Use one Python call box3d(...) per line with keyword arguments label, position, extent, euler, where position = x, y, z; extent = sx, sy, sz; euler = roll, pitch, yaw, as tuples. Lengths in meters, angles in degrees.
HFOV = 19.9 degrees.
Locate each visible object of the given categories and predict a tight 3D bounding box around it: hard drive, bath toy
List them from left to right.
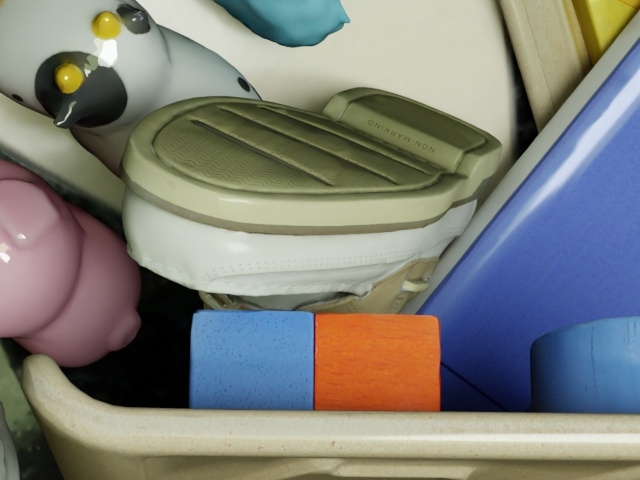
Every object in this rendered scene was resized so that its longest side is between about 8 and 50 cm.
box3d(label="bath toy", position=(-0.124, -0.004, 0.828), extent=(0.151, 0.129, 0.348), euler=(32, 91, -19))
box3d(label="hard drive", position=(0.198, 0.000, 0.930), extent=(0.210, 0.040, 0.318), euler=(37, 96, -20))

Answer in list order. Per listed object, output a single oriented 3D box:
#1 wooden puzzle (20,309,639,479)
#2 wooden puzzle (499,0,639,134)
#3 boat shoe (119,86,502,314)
box3d(label="wooden puzzle", position=(0.059, 0.093, 0.785), extent=(0.348, 0.322, 0.080), euler=(5, 72, -2))
box3d(label="wooden puzzle", position=(0.214, -0.095, 0.952), extent=(0.221, 0.044, 0.238), euler=(-23, 106, -11))
box3d(label="boat shoe", position=(0.000, 0.000, 0.790), extent=(0.113, 0.302, 0.103), euler=(26, 105, 20))
